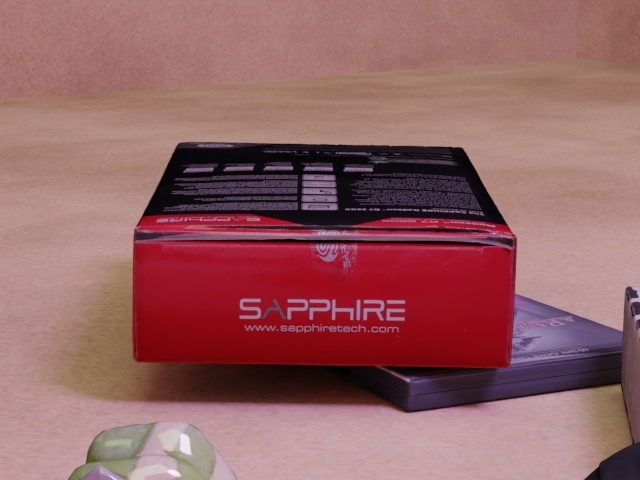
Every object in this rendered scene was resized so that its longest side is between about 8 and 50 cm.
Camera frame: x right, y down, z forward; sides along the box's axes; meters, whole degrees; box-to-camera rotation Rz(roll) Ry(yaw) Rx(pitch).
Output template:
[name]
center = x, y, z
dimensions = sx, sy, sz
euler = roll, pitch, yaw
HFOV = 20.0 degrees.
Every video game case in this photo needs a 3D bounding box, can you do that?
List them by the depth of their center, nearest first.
[video game case]
center = 0.072, 0.061, 1.249
dimensions = 0.196, 0.026, 0.274
euler = -5, 12, -28

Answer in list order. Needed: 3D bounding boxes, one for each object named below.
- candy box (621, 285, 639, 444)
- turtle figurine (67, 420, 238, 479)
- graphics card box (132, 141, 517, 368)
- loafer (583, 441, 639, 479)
[candy box]
center = 0.260, 0.083, 1.038
dimensions = 0.165, 0.070, 0.196
euler = 2, 12, 6
[turtle figurine]
center = -0.093, 0.136, 0.405
dimensions = 0.266, 0.197, 0.275
euler = 5, 7, 37
[graphics card box]
center = 0.000, 0.000, 1.249
dimensions = 0.233, 0.094, 0.371
euler = 0, 12, -1
[loafer]
center = 0.116, 0.146, 0.723
dimensions = 0.078, 0.076, 0.223
euler = -27, 7, 20
